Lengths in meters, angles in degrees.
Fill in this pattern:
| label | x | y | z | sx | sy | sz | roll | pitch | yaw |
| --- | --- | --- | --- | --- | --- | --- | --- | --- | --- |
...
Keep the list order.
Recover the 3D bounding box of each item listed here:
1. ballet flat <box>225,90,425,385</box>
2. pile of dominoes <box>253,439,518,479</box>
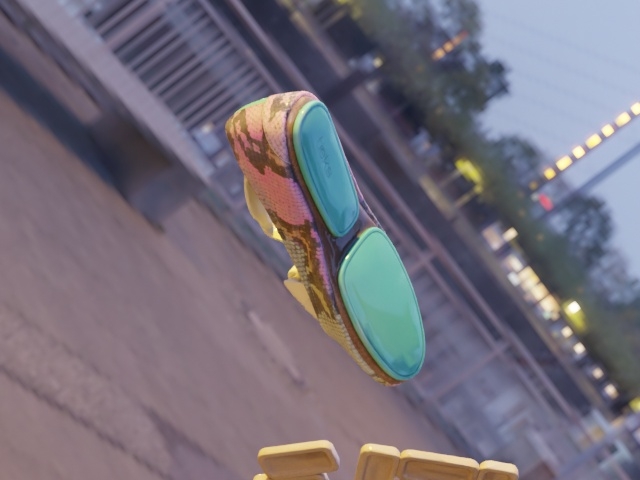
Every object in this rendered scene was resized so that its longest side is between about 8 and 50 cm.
| label | x | y | z | sx | sy | sz | roll | pitch | yaw |
| --- | --- | --- | --- | --- | --- | --- | --- | --- | --- |
| ballet flat | 0.000 | 0.000 | 1.084 | 0.079 | 0.077 | 0.221 | -2 | -56 | 39 |
| pile of dominoes | 0.035 | 0.229 | 1.286 | 0.040 | 0.196 | 0.251 | -81 | -178 | -47 |
